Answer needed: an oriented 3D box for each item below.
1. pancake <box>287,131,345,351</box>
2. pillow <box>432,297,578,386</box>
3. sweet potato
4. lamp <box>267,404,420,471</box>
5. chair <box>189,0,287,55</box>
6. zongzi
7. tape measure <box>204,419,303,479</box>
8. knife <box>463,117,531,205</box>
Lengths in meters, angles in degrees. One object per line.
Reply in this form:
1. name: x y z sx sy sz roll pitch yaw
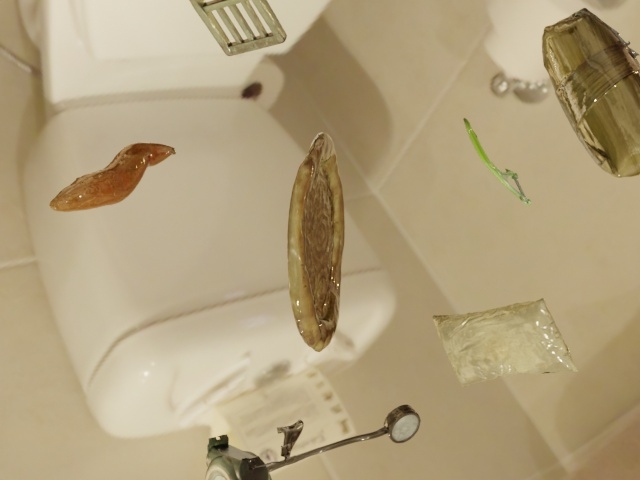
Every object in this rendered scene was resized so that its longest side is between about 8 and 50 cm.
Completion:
1. pancake: -0.001 0.000 1.019 0.031 0.250 0.250 0 159 12
2. pillow: 0.305 0.173 1.476 0.230 0.148 0.050 -17 -156 42
3. sweet potato: -0.288 -0.085 1.225 0.202 0.055 0.058 -39 133 -38
4. lamp: -0.013 0.350 1.537 0.371 0.108 0.130 -26 125 -13
5. chair: -0.160 -0.474 1.516 0.136 0.147 0.270 -7 142 31
6. zongzi: 0.383 -0.189 1.166 0.112 0.221 0.242 -27 174 21
7. tape measure: -0.056 0.281 1.052 0.104 0.107 0.180 3 -173 38
8. knife: 0.236 -0.108 1.205 0.022 0.078 0.166 -38 128 16
